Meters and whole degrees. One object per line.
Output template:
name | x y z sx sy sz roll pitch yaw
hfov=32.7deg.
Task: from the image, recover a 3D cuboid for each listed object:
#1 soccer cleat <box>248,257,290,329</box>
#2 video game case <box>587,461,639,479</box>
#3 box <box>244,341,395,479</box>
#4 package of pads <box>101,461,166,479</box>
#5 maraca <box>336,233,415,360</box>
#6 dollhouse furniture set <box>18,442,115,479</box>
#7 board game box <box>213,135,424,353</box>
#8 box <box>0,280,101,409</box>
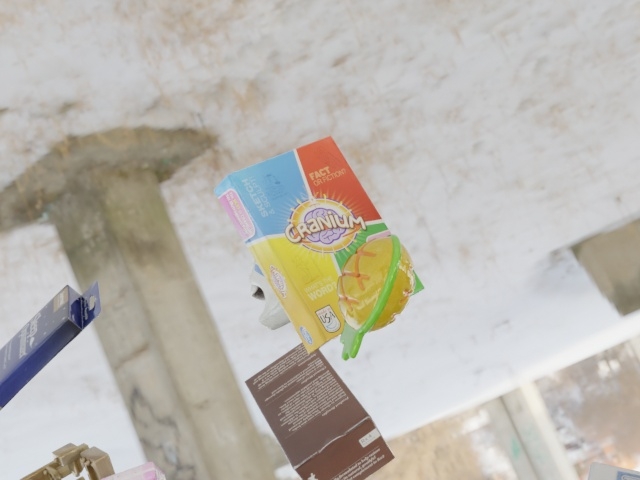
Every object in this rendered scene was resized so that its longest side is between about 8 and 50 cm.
soccer cleat | -0.096 0.031 2.160 0.143 0.331 0.116 -39 129 24
video game case | 0.557 0.505 1.673 0.328 0.300 0.036 9 140 17
box | -0.009 0.385 2.370 0.191 0.143 0.381 -34 -153 -4
package of pads | -0.267 0.348 1.565 0.083 0.032 0.050 -19 144 3
maraca | 0.066 0.077 1.473 0.127 0.099 0.186 -89 -159 -64
dollhouse furniture set | -0.385 0.392 1.643 0.123 0.144 0.151 -26 -159 -32
board game box | 0.000 0.000 1.829 0.242 0.317 0.064 -25 170 -39
box | -0.430 0.152 1.680 0.225 0.036 0.136 -43 -156 4
